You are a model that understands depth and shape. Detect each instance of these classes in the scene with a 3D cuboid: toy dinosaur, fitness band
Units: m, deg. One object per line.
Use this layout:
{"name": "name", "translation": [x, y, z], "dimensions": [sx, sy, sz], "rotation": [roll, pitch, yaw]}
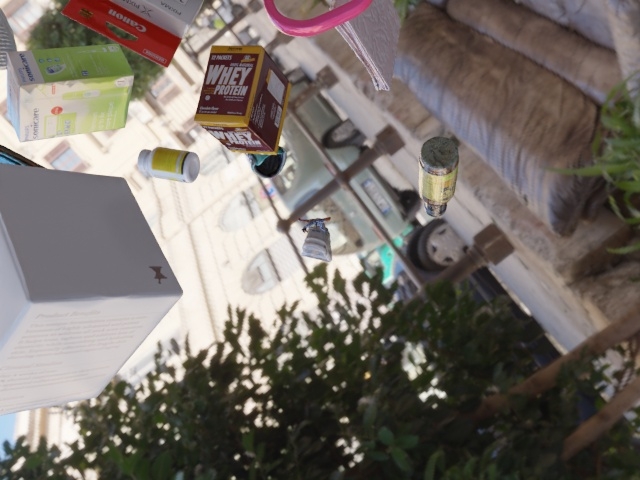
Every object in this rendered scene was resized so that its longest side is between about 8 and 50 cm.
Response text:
{"name": "toy dinosaur", "translation": [-0.013, -0.049, 1.775], "dimensions": [0.090, 0.082, 0.047], "rotation": [58, -163, 19]}
{"name": "fitness band", "translation": [-0.002, -0.621, 1.687], "dimensions": [0.054, 0.290, 0.209], "rotation": [69, 175, -76]}

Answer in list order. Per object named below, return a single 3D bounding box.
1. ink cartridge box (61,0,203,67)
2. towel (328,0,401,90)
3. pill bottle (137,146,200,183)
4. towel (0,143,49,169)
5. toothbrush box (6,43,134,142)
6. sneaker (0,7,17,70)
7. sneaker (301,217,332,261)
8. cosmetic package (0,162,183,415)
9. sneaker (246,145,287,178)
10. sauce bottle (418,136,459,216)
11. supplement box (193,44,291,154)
{"name": "ink cartridge box", "translation": [-0.448, -0.572, 1.662], "dimensions": [0.275, 0.060, 0.239], "rotation": [25, -129, -15]}
{"name": "towel", "translation": [0.135, -0.647, 1.985], "dimensions": [0.317, 0.053, 0.332], "rotation": [48, -138, -42]}
{"name": "pill bottle", "translation": [-0.488, -0.246, 2.203], "dimensions": [0.184, 0.103, 0.103], "rotation": [10, 176, 14]}
{"name": "towel", "translation": [-0.779, -0.184, 1.524], "dimensions": [0.370, 0.040, 0.271], "rotation": [29, 154, -13]}
{"name": "toothbrush box", "translation": [-0.645, -0.381, 1.769], "dimensions": [0.122, 0.283, 0.206], "rotation": [61, 145, 23]}
{"name": "sneaker", "translation": [-0.876, -0.607, 1.708], "dimensions": [0.150, 0.135, 0.366], "rotation": [-109, -5, -56]}
{"name": "sneaker", "translation": [0.000, 0.000, 2.217], "dimensions": [0.105, 0.115, 0.281], "rotation": [14, 171, 0]}
{"name": "cosmetic package", "translation": [-0.556, 0.104, 1.377], "dimensions": [0.329, 0.394, 0.327], "rotation": [3, -132, -52]}
{"name": "sneaker", "translation": [-0.195, -0.307, 2.118], "dimensions": [0.178, 0.123, 0.296], "rotation": [46, 163, 54]}
{"name": "sauce bottle", "translation": [0.338, -0.171, 1.981], "dimensions": [0.111, 0.111, 0.344], "rotation": [54, 174, 22]}
{"name": "supplement box", "translation": [-0.177, -0.326, 1.611], "dimensions": [0.129, 0.191, 0.194], "rotation": [6, 168, 21]}
